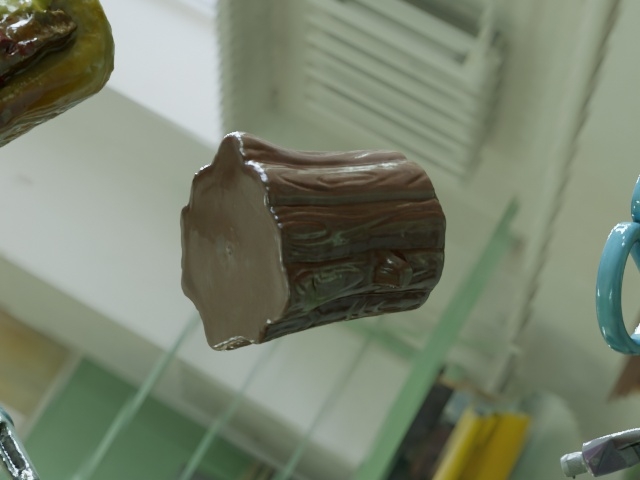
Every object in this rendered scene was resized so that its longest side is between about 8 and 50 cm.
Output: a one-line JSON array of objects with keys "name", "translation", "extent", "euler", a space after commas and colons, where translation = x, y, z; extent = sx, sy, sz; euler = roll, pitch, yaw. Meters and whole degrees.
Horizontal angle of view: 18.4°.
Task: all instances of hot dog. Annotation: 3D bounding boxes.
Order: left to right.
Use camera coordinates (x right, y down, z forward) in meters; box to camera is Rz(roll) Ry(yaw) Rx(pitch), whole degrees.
[{"name": "hot dog", "translation": [-0.424, -0.158, 2.092], "extent": [0.405, 0.185, 0.223], "euler": [-27, 1, 27]}]

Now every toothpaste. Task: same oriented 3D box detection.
[{"name": "toothpaste", "translation": [0.474, 0.269, 2.690], "extent": [0.075, 0.301, 0.048], "euler": [37, -142, -66]}]

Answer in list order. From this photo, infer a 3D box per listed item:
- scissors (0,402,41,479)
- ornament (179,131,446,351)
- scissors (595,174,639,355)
[{"name": "scissors", "translation": [-0.395, 0.219, 2.387], "extent": [0.041, 0.289, 0.138], "euler": [-36, -49, -7]}, {"name": "ornament", "translation": [0.000, 0.000, 2.029], "extent": [0.217, 0.221, 0.235], "euler": [-7, -70, -33]}, {"name": "scissors", "translation": [0.355, 0.105, 1.842], "extent": [0.192, 0.029, 0.447], "euler": [-63, -39, -26]}]
